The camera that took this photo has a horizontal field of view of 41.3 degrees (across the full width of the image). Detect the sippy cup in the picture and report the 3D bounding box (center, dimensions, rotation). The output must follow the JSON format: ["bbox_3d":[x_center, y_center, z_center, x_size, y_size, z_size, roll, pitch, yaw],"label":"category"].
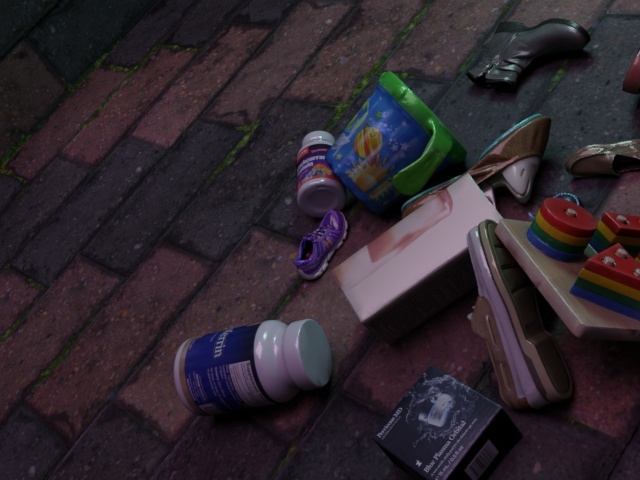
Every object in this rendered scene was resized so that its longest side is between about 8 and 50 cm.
[{"bbox_3d":[0.139,-0.185,1.732,0.224,0.305,0.240,-44,81,8],"label":"sippy cup"}]

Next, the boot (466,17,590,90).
[{"bbox_3d":[0.440,-0.384,1.811,0.247,0.083,0.161,14,68,50],"label":"boot"}]

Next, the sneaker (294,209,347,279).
[{"bbox_3d":[0.000,0.000,1.758,0.068,0.071,0.169,2,53,38],"label":"sneaker"}]

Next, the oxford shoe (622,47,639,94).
[{"bbox_3d":[0.702,-0.380,1.603,0.130,0.123,0.348,31,70,21],"label":"oxford shoe"}]

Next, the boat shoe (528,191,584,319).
[{"bbox_3d":[0.393,0.014,1.443,0.109,0.089,0.258,-2,51,35],"label":"boat shoe"}]

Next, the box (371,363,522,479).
[{"bbox_3d":[0.193,0.302,1.314,0.156,0.093,0.158,-48,40,-13],"label":"box"}]

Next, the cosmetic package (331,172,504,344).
[{"bbox_3d":[0.188,0.037,1.492,0.296,0.153,0.129,-35,57,7],"label":"cosmetic package"}]

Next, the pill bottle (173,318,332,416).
[{"bbox_3d":[-0.123,0.231,1.565,0.265,0.153,0.153,-15,45,24],"label":"pill bottle"}]

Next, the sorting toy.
[{"bbox_3d":[0.435,0.034,1.269,0.257,0.256,0.089,-116,39,-49],"label":"sorting toy"}]

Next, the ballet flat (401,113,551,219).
[{"bbox_3d":[0.315,-0.097,1.605,0.342,0.116,0.124,-33,60,5],"label":"ballet flat"}]

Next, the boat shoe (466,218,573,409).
[{"bbox_3d":[0.283,0.118,1.330,0.103,0.113,0.302,-30,69,36],"label":"boat shoe"}]

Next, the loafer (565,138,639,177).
[{"bbox_3d":[0.515,-0.144,1.530,0.148,0.056,0.050,-15,38,24],"label":"loafer"}]

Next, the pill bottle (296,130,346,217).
[{"bbox_3d":[0.000,-0.152,1.873,0.108,0.108,0.193,-22,42,18],"label":"pill bottle"}]
